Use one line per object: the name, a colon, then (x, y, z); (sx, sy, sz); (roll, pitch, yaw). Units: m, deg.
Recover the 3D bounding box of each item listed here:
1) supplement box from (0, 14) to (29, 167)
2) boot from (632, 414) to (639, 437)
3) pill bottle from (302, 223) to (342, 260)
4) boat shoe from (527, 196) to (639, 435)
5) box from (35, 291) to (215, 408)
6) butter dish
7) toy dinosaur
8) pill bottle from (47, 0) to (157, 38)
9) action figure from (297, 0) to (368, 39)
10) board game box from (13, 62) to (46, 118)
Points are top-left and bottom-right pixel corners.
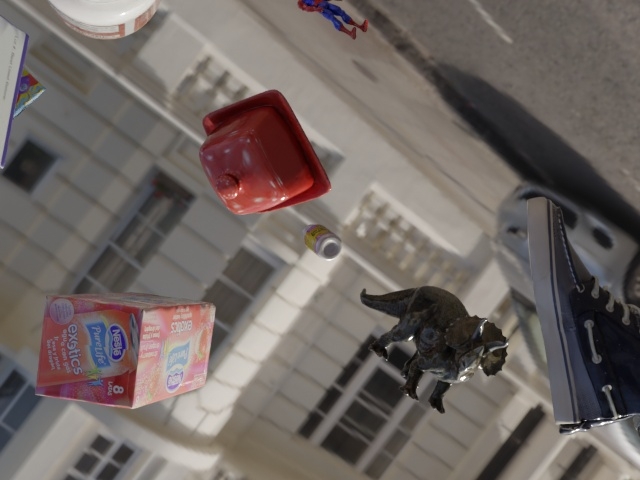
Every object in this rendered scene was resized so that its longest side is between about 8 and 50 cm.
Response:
supplement box: (-0.349, -0.125, 0.728); (0.220, 0.111, 0.114); (4, 169, 17)
boot: (0.607, 0.363, 1.691); (0.085, 0.178, 0.236); (-5, 157, 1)
pill bottle: (0.000, 0.000, 1.538); (0.043, 0.043, 0.083); (37, 180, -28)
boat shoe: (0.385, 0.097, 1.381); (0.127, 0.158, 0.340); (-44, -56, -74)
box: (-0.280, 0.156, 1.474); (0.154, 0.142, 0.300); (6, 179, 12)
butter dish: (-0.095, -0.094, 1.297); (0.160, 0.118, 0.160); (-14, 112, 41)
toy dinosaur: (0.163, 0.136, 1.393); (0.121, 0.160, 0.313); (34, -171, -29)
pill bottle: (-0.200, -0.253, 0.900); (0.121, 0.121, 0.216); (37, 178, -13)
action figure: (0.008, -0.297, 1.262); (0.115, 0.038, 0.030); (34, 149, 25)
board game box: (-0.552, -0.280, 1.404); (0.144, 0.142, 0.275); (46, 178, 38)
